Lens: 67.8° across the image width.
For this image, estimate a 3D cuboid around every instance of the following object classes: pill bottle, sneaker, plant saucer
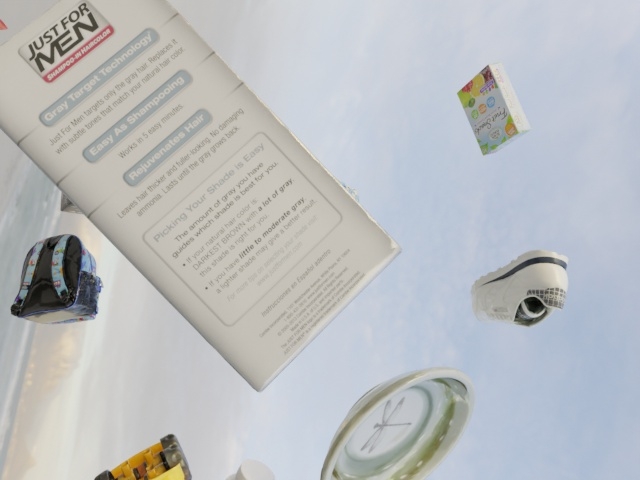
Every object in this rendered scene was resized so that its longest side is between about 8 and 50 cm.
[{"bbox_3d":[-0.195,0.629,1.109,0.216,0.121,0.121,-61,-149,6],"label":"pill bottle"},{"bbox_3d":[0.315,0.102,0.784,0.235,0.090,0.095,109,-9,-62],"label":"sneaker"},{"bbox_3d":[0.158,0.414,1.042,0.100,0.400,0.400,44,-62,49],"label":"plant saucer"}]

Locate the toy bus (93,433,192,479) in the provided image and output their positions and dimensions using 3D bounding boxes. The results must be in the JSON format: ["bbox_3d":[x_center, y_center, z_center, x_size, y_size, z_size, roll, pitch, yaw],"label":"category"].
[{"bbox_3d":[-0.270,0.463,0.797,0.211,0.149,0.220,66,-24,2],"label":"toy bus"}]

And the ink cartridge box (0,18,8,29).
[{"bbox_3d":[-0.622,-0.258,0.548,0.308,0.385,0.091,179,-99,-76],"label":"ink cartridge box"}]

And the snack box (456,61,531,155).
[{"bbox_3d":[0.326,-0.247,0.905,0.141,0.037,0.100,70,-23,8],"label":"snack box"}]

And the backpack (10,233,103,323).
[{"bbox_3d":[-0.549,0.081,1.012,0.117,0.158,0.173,58,23,-63],"label":"backpack"}]

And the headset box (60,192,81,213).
[{"bbox_3d":[-0.371,-0.131,0.971,0.293,0.218,0.110,-19,-110,45],"label":"headset box"}]

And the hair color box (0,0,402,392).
[{"bbox_3d":[-0.123,-0.059,0.469,0.185,0.374,0.113,-44,-178,-9],"label":"hair color box"}]

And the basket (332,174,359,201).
[{"bbox_3d":[0.000,0.000,1.150,0.201,0.255,0.289,-4,-101,22],"label":"basket"}]
